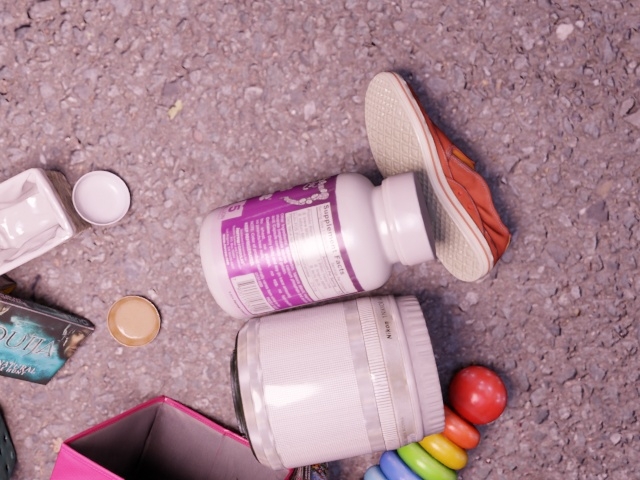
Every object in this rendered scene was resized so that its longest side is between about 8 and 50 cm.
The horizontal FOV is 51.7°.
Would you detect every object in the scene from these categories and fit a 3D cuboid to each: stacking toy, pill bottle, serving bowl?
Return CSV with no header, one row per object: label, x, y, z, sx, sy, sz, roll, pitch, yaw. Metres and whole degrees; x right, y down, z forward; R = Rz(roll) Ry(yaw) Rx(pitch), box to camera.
stacking toy,0.166,0.333,1.024,0.141,0.141,0.330,36,90,-5
pill bottle,0.000,0.000,0.922,0.302,0.169,0.169,-14,98,13
serving bowl,-0.334,-0.062,0.999,0.083,0.027,0.083,5,80,-28

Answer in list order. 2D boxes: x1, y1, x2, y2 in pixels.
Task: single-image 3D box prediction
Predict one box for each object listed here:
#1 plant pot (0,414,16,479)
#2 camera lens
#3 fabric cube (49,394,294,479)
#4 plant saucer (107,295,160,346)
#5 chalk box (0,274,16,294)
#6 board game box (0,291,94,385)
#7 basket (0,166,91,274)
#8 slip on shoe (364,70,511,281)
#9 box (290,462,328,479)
plant pot,-0.602,0.349,0.994,0.235,0.165,0.165,-11,111,-10
camera lens,0.021,0.200,0.949,0.275,0.219,0.219,-11,98,2
fabric cube,-0.228,0.416,0.935,0.259,0.254,0.258,23,97,15
plant saucer,-0.294,0.127,1.043,0.084,0.015,0.083,0,98,0
chalk box,-0.599,0.054,0.976,0.213,0.132,0.132,41,96,-4
board game box,-0.450,0.146,0.978,0.126,0.186,0.026,-48,52,7
basket,-0.444,-0.025,0.978,0.167,0.103,0.113,-27,97,3
slip on shoe,0.170,-0.101,0.972,0.101,0.123,0.331,-32,91,-30
box,-0.047,0.445,1.015,0.044,0.159,0.233,20,97,-2
